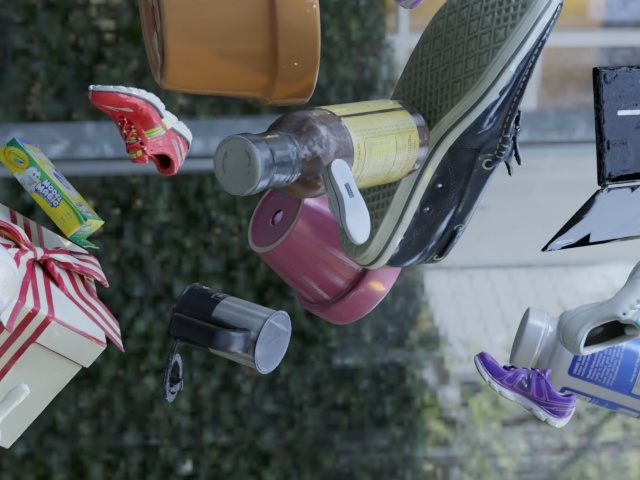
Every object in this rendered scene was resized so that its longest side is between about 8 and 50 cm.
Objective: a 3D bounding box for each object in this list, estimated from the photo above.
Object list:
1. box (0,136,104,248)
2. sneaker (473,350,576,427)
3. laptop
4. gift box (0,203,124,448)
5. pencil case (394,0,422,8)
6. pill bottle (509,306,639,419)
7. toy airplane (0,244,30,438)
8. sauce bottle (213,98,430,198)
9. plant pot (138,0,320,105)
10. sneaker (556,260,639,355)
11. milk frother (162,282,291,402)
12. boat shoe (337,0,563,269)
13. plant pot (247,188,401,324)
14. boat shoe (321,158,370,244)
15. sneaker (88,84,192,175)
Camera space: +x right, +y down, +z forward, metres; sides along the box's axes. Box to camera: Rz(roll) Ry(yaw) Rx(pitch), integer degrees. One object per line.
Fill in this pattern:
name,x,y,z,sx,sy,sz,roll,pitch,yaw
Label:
box,-0.367,-0.062,1.952,0.179,0.043,0.105,50,2,3
sneaker,0.310,0.213,2.129,0.071,0.170,0.068,-59,174,7
laptop,0.448,-0.122,2.063,0.137,0.234,0.264,3,-81,56
gift box,-0.435,0.108,1.911,0.258,0.255,0.276,-48,-141,16
pencil case,0.051,-0.337,1.511,0.088,0.206,0.086,-47,-161,23
pill bottle,0.483,0.211,2.502,0.152,0.272,0.152,19,90,-88
toy airplane,-0.442,0.057,1.432,0.386,0.273,0.384,99,-27,-79
sauce bottle,0.003,-0.109,1.693,0.344,0.111,0.111,-12,104,-53
plant pot,-0.138,-0.320,1.959,0.291,0.204,0.290,171,-90,-76
sneaker,0.408,0.087,1.799,0.080,0.212,0.094,54,2,-12
milk frother,-0.129,0.145,1.792,0.129,0.135,0.143,-30,131,-52
boat shoe,0.194,-0.162,1.877,0.500,0.156,0.186,-62,-148,28
plant pot,0.000,0.000,2.097,0.201,0.180,0.201,-34,-141,33
boat shoe,0.025,-0.041,1.595,0.035,0.035,0.100,-23,-92,54
sneaker,-0.342,-0.207,2.678,0.279,0.107,0.118,36,64,-49
